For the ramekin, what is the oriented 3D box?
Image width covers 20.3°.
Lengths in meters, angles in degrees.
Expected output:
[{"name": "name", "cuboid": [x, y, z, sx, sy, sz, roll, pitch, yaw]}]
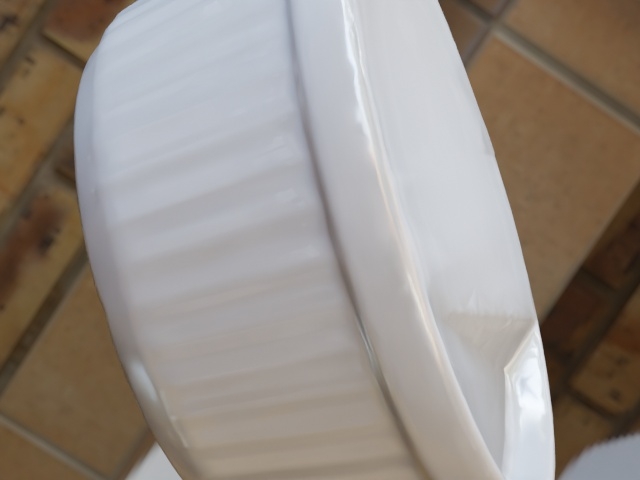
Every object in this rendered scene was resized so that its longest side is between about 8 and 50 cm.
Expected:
[{"name": "ramekin", "cuboid": [0.000, 0.000, 0.746, 0.127, 0.273, 0.273, -17, 22, 14]}]
